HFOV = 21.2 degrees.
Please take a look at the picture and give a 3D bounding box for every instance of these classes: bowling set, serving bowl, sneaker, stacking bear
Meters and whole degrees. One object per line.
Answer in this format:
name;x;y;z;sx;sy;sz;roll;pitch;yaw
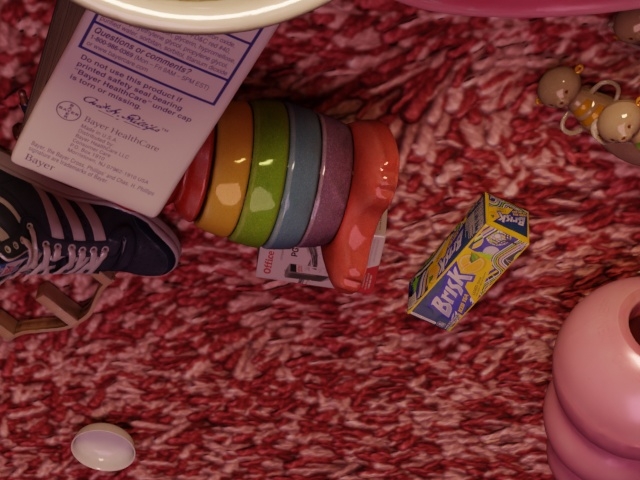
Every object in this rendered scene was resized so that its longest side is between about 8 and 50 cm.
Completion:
bowling set;0.344;-0.139;1.620;0.154;0.200;0.287;31;126;-20
serving bowl;-0.276;0.260;2.189;0.083;0.027;0.083;3;135;3
sneaker;-0.292;0.010;1.857;0.282;0.153;0.099;24;133;-17
stacking bear;-0.089;-0.069;1.726;0.289;0.164;0.175;9;124;-14

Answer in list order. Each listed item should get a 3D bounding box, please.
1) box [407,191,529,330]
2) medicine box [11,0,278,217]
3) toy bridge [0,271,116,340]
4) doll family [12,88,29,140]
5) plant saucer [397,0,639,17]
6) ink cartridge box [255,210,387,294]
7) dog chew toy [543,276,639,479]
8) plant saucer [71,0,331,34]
box;0.162;0.026;1.893;0.059;0.054;0.169;24;133;-16
medicine box;-0.142;-0.219;1.539;0.149;0.263;0.289;23;133;-17
toy bridge;-0.308;0.076;2.014;0.188;0.026;0.063;-29;126;30
doll family;-0.237;-0.110;1.796;0.111;0.076;0.193;-26;121;34
plant saucer;0.209;-0.267;1.482;0.332;0.084;0.332;-2;175;0
ink cartridge box;0.000;0.000;1.884;0.135;0.056;0.099;8;135;-2
dog chew toy;0.347;0.189;1.944;0.207;0.206;0.332;9;143;-2
plant saucer;-0.097;-0.352;1.313;0.400;0.400;0.100;14;177;-8
